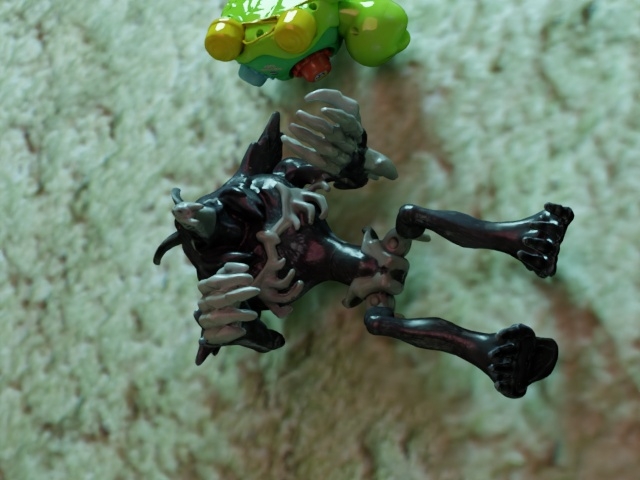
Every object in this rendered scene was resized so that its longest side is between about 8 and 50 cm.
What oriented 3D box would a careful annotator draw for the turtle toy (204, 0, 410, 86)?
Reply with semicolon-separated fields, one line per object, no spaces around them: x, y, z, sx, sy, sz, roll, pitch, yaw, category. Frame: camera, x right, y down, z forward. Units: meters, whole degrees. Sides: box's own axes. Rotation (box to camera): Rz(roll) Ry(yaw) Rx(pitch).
-0.008;-0.135;1.094;0.130;0.066;0.095;-2;43;26;turtle toy

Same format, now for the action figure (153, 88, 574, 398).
0.000;0.000;0.985;0.275;0.141;0.164;11;75;29;action figure
